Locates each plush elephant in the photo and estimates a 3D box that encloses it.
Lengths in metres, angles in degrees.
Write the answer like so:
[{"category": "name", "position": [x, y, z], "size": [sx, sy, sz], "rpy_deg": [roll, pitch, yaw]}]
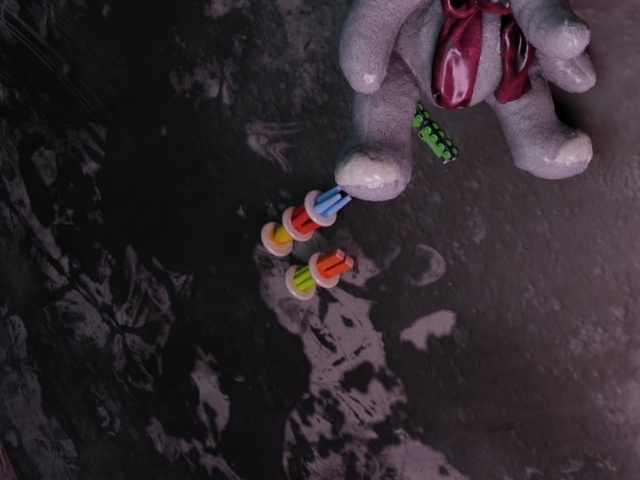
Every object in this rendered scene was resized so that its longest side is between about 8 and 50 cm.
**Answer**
[{"category": "plush elephant", "position": [0.162, -0.218, 0.752], "size": [0.255, 0.272, 0.329], "rpy_deg": [145, 122, -68]}]

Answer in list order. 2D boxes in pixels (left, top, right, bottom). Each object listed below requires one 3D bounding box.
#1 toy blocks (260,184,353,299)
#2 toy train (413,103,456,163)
[{"category": "toy blocks", "position": [0.000, 0.000, 1.124], "size": [0.148, 0.054, 0.123], "rpy_deg": [-33, 84, 43]}, {"category": "toy train", "position": [0.128, -0.124, 0.991], "size": [0.083, 0.017, 0.023], "rpy_deg": [54, 142, 9]}]
